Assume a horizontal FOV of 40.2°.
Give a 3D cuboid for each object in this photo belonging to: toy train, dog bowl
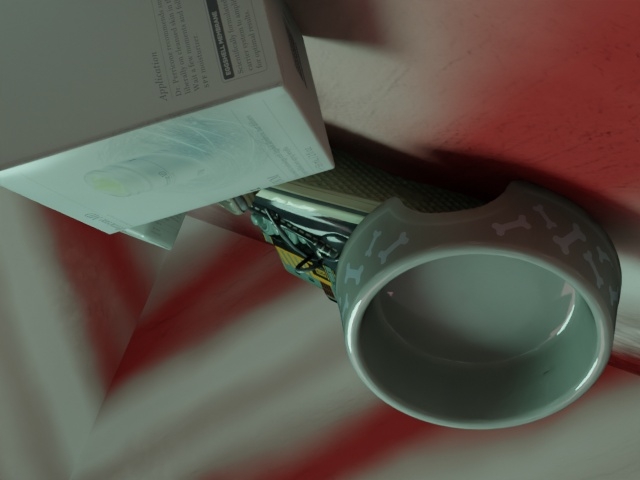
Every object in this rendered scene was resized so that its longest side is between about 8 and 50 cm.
[{"bbox_3d":[0.000,0.000,1.481,0.334,0.142,0.190,20,135,59],"label":"toy train"},{"bbox_3d":[0.185,0.092,1.045,0.348,0.349,0.102,24,-141,-11],"label":"dog bowl"}]

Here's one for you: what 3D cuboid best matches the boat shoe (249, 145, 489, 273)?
[{"bbox_3d":[0.039,-0.020,1.182,0.500,0.156,0.187,20,-152,10],"label":"boat shoe"}]

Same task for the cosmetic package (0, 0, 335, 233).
[{"bbox_3d":[-0.125,-0.113,0.699,0.224,0.138,0.224,-15,168,8],"label":"cosmetic package"}]

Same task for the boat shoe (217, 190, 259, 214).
[{"bbox_3d":[-0.128,-0.164,0.933,0.123,0.116,0.324,38,165,34],"label":"boat shoe"}]

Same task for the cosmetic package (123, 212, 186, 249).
[{"bbox_3d":[-0.282,-0.102,1.351,0.151,0.184,0.151,21,175,8],"label":"cosmetic package"}]
